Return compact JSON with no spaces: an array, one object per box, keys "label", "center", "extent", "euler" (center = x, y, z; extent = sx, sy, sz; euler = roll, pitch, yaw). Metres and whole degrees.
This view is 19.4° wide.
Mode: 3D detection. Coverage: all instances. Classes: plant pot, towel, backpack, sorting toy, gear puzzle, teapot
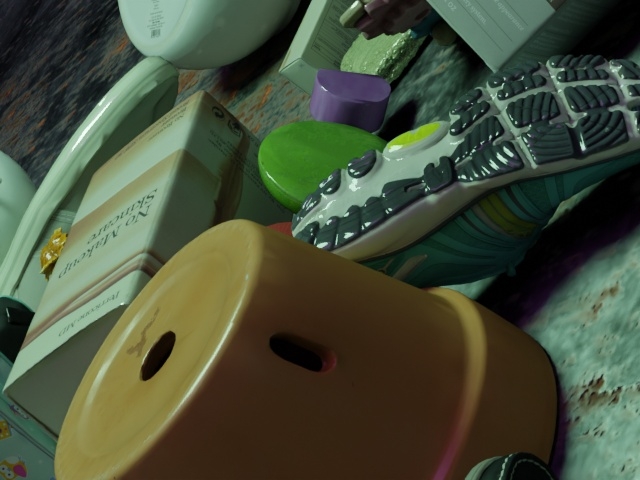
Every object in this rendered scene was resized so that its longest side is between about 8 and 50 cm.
[{"label":"plant pot","center":[-0.026,0.124,1.161],"extent":[0.291,0.203,0.291],"euler":[-44,23,25]},{"label":"towel","center":[0.080,-0.203,1.707],"extent":[0.148,0.027,0.110],"euler":[-53,21,-1]},{"label":"backpack","center":[-0.266,0.167,1.518],"extent":[0.188,0.166,0.144],"euler":[-43,13,34]},{"label":"sorting toy","center":[0.000,0.000,1.498],"extent":[0.365,0.127,0.126],"euler":[-80,3,-55]},{"label":"gear puzzle","center":[0.174,-0.268,1.495],"extent":[0.339,0.044,0.175],"euler":[-43,-18,29]},{"label":"teapot","center":[-0.095,-0.301,2.045],"extent":[0.252,0.187,0.256],"euler":[-62,39,37]}]

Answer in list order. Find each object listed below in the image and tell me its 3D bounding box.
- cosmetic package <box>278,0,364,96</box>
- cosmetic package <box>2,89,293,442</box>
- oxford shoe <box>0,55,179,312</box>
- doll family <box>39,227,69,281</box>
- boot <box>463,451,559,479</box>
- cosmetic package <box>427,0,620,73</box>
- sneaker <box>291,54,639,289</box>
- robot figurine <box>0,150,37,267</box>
[{"label":"cosmetic package","center":[0.011,-0.193,1.797],"extent":[0.041,0.060,0.115],"euler":[-28,31,52]},{"label":"cosmetic package","center":[-0.127,0.032,1.493],"extent":[0.153,0.129,0.296],"euler":[-35,24,28]},{"label":"oxford shoe","center":[-0.231,0.033,1.794],"extent":[0.449,0.130,0.169],"euler":[-62,-9,11]},{"label":"doll family","center":[-0.200,0.070,1.676],"extent":[0.263,0.163,0.118],"euler":[-52,27,4]},{"label":"boot","center":[0.144,0.175,0.880],"extent":[0.178,0.085,0.236],"euler":[-36,33,34]},{"label":"cosmetic package","center":[0.187,-0.241,1.356],"extent":[0.238,0.127,0.107],"euler":[-48,-19,23]},{"label":"sneaker","center":[0.115,-0.034,1.249],"extent":[0.275,0.110,0.107],"euler":[-25,39,20]},{"label":"robot figurine","center":[-0.384,0.029,1.964],"extent":[0.353,0.300,0.199],"euler":[97,169,-56]}]
